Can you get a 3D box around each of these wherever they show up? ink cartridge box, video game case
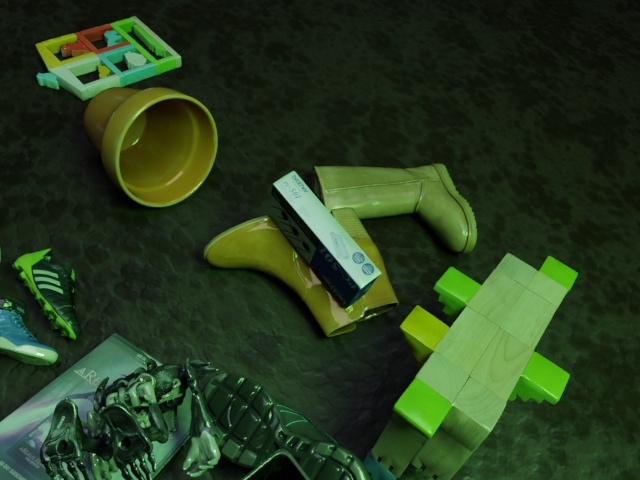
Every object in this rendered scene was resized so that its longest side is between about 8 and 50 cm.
[{"bbox_3d":[0.000,0.000,0.868,0.046,0.097,0.207,-35,77,-23],"label":"ink cartridge box"},{"bbox_3d":[-0.290,0.252,0.726,0.196,0.026,0.274,30,38,12],"label":"video game case"}]

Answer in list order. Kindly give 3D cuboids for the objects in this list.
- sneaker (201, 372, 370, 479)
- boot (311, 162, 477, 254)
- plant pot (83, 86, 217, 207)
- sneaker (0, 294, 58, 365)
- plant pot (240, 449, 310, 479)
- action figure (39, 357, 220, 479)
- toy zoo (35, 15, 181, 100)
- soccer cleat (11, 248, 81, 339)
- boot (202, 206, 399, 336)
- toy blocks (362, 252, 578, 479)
[{"bbox_3d":[-0.052,0.277,0.757,0.267,0.106,0.101,30,77,22],"label":"sneaker"},{"bbox_3d":[0.135,-0.058,1.081,0.269,0.089,0.236,-4,45,-14],"label":"boot"},{"bbox_3d":[-0.325,-0.191,1.023,0.187,0.205,0.205,31,50,33],"label":"plant pot"},{"bbox_3d":[-0.442,0.124,0.816,0.152,0.058,0.085,12,58,6],"label":"sneaker"},{"bbox_3d":[-0.063,0.385,0.618,0.187,0.167,0.188,-31,63,-31],"label":"plant pot"},{"bbox_3d":[-0.211,0.219,0.671,0.163,0.275,0.141,-10,87,3],"label":"action figure"},{"bbox_3d":[-0.488,-0.405,1.253,0.293,0.030,0.192,-32,64,-32],"label":"toy zoo"},{"bbox_3d":[-0.404,0.076,0.864,0.072,0.060,0.179,-30,60,-32],"label":"soccer cleat"},{"bbox_3d":[-0.030,0.063,0.933,0.294,0.104,0.211,-13,62,-15],"label":"boot"},{"bbox_3d":[0.195,0.199,0.783,0.190,0.261,0.381,34,45,18],"label":"toy blocks"}]
